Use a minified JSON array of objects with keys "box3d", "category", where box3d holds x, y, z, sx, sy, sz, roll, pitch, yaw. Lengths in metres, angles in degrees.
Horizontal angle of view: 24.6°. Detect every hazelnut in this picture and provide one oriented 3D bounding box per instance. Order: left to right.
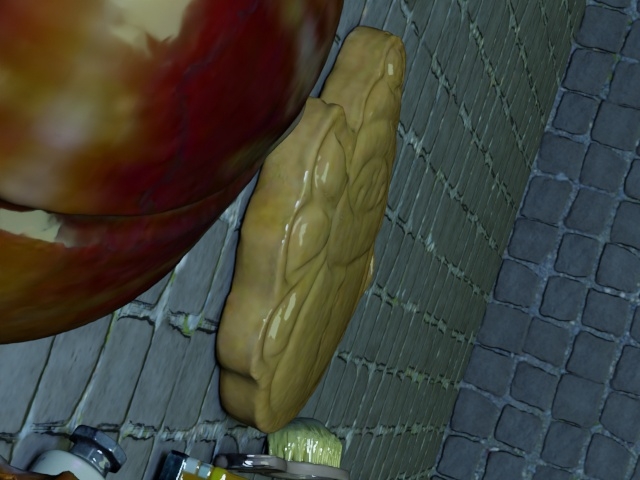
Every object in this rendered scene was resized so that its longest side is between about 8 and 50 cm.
[{"box3d":[-0.094,-0.079,0.421,0.229,0.230,0.229,18,90,-76],"category":"hazelnut"}]

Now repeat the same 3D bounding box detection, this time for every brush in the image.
[{"box3d":[-0.035,0.191,1.345,0.313,0.072,0.067,36,50,-72],"category":"brush"}]

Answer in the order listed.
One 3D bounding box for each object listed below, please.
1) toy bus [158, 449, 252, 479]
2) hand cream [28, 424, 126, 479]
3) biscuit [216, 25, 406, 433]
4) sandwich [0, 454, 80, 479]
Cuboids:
[{"box3d":[-0.065,0.233,1.138,0.201,0.114,0.098,59,49,-70],"category":"toy bus"},{"box3d":[-0.183,0.199,0.796,0.234,0.050,0.080,-56,163,-32],"category":"hand cream"},{"box3d":[0.000,0.000,1.229,0.312,0.057,0.351,-40,146,-67],"category":"biscuit"},{"box3d":[-0.166,0.242,0.660,0.162,0.250,0.301,-24,-123,48],"category":"sandwich"}]
